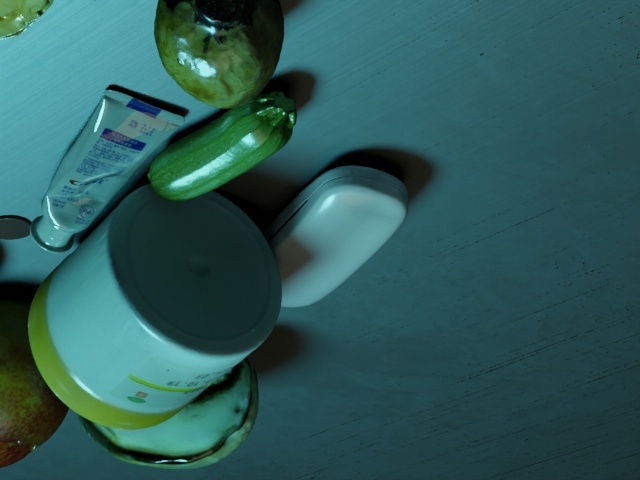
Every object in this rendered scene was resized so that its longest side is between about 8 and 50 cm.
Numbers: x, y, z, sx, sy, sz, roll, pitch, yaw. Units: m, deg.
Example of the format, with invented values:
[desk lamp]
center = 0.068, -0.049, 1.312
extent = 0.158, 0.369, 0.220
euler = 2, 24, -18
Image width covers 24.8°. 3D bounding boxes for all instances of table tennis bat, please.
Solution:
[table tennis bat]
center = -0.401, -0.014, 1.822
extent = 0.083, 0.007, 0.050
euler = -6, 149, 5

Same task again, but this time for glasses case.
[glasses case]
center = 0.000, 0.000, 1.784
extent = 0.113, 0.075, 0.297
euler = 16, 144, -24

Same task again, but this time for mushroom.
[mushroom]
center = -0.204, 0.238, 2.071
extent = 0.267, 0.189, 0.164
euler = -10, 162, 12

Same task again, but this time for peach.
[peach]
center = -0.444, 0.191, 1.957
extent = 0.231, 0.231, 0.231
euler = 0, 149, 0

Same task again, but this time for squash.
[squash]
center = -0.106, -0.103, 1.620
extent = 0.077, 0.068, 0.219
euler = 28, 138, -36

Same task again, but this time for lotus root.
[lotus root]
center = -0.096, -0.193, 1.414
extent = 0.138, 0.138, 0.214
euler = -2, 159, 3

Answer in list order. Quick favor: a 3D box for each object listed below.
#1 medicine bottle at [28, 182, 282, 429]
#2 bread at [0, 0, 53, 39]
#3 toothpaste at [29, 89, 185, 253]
[medicine bottle]
center = -0.199, 0.081, 1.758
extent = 0.238, 0.238, 0.232
euler = 19, 143, -28
[bread]
center = -0.312, -0.283, 1.259
extent = 0.179, 0.133, 0.250
euler = 4, 152, -14
[toothpaste]
center = -0.257, -0.080, 1.683
extent = 0.096, 0.061, 0.266
euler = 19, 137, -26
